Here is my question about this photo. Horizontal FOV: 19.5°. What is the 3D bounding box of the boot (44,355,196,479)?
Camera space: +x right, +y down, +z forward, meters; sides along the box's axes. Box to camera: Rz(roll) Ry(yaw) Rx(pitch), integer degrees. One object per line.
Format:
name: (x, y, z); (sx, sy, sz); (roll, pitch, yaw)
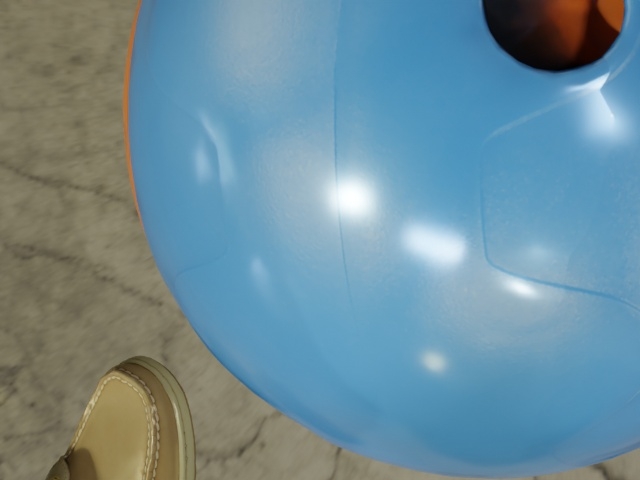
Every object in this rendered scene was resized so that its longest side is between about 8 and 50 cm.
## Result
boot: (-0.197, 0.203, 1.215); (0.095, 0.203, 0.262); (33, 112, 36)

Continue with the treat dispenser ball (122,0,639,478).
treat dispenser ball: (0.065, -0.050, 0.736); (0.288, 0.288, 0.288); (1, 97, 8)
